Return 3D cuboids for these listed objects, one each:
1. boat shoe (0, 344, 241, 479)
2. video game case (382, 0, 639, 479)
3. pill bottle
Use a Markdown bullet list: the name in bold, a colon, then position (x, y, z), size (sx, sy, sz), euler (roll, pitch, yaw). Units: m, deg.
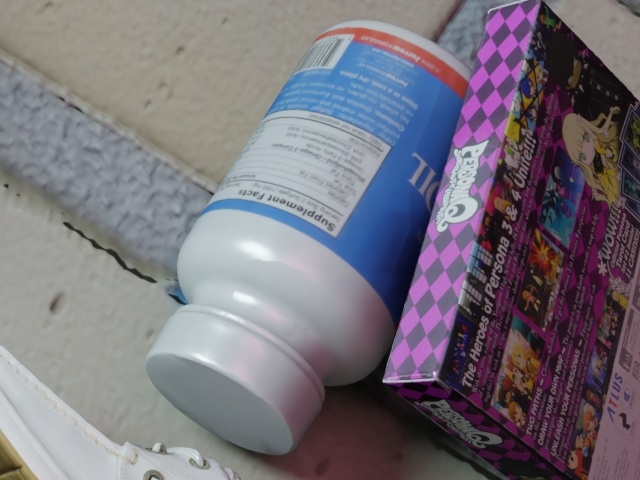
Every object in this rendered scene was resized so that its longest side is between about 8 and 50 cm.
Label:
- **boat shoe**: position (-0.080, 0.148, 0.909), size (0.096, 0.098, 0.277), euler (-42, 91, -25)
- **video game case**: position (0.137, 0.023, 0.975), size (0.210, 0.041, 0.232), euler (39, 56, -37)
- **pill bottle**: position (0.000, 0.000, 0.971), size (0.124, 0.124, 0.221), euler (31, 65, 1)
